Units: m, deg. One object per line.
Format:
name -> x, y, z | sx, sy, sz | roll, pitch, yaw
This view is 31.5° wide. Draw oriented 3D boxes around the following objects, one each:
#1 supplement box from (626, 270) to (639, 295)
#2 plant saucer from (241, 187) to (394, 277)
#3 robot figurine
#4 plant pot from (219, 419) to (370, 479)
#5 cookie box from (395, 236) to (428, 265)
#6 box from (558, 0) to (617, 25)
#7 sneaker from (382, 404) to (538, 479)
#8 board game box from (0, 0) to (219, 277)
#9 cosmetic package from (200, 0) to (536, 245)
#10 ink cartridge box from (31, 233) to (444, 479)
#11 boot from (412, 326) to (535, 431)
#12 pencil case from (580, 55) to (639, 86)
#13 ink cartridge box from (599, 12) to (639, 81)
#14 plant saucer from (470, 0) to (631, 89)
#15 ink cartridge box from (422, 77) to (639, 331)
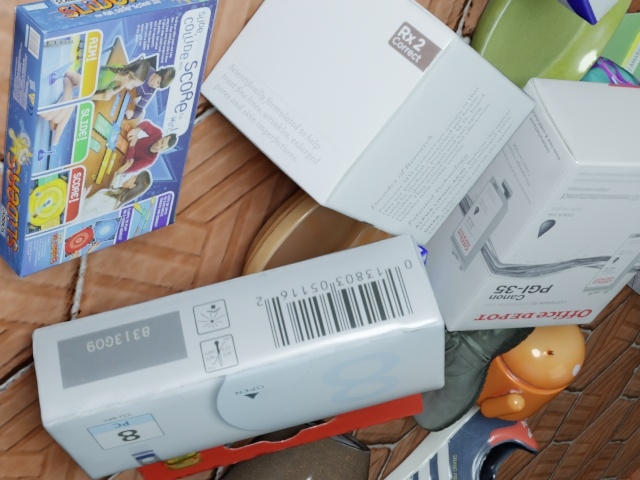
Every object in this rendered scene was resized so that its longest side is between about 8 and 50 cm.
supplement box -> 0.585, 0.069, 1.810 | 0.104, 0.188, 0.080 | -39, 152, -16
plant saucer -> 0.000, 0.000, 1.057 | 0.200, 0.037, 0.200 | -34, 155, -19
robot figurine -> 0.277, 0.167, 1.542 | 0.158, 0.128, 0.219 | -16, 156, -27
plant pot -> -0.040, 0.316, 1.272 | 0.230, 0.215, 0.215 | -64, 151, -1
cookie box -> 0.068, 0.057, 1.235 | 0.092, 0.040, 0.107 | -34, 150, -26
box -> 0.178, -0.255, 0.892 | 0.072, 0.137, 0.126 | -49, 152, 4
sneaker -> 0.186, 0.390, 1.704 | 0.350, 0.148, 0.131 | -50, 152, 4
board game box -> -0.147, -0.077, 0.775 | 0.136, 0.035, 0.201 | -22, 142, -39
cosmetic package -> 0.041, -0.110, 0.871 | 0.151, 0.151, 0.184 | -53, 151, 11
ink cartridge box -> -0.047, 0.155, 1.009 | 0.308, 0.091, 0.385 | -15, 149, -2
boot -> 0.152, 0.144, 1.445 | 0.161, 0.083, 0.246 | 10, 125, -41
pencil case -> 0.282, -0.130, 1.244 | 0.064, 0.070, 0.151 | 31, 116, -18
ink cartridge box -> 0.364, -0.187, 1.327 | 0.235, 0.056, 0.171 | -20, 142, -44
plant saucer -> 0.222, -0.216, 1.110 | 0.241, 0.037, 0.241 | -33, 149, -23
ink cartridge box -> 0.257, -0.029, 1.196 | 0.207, 0.117, 0.283 | -1, 142, -26
